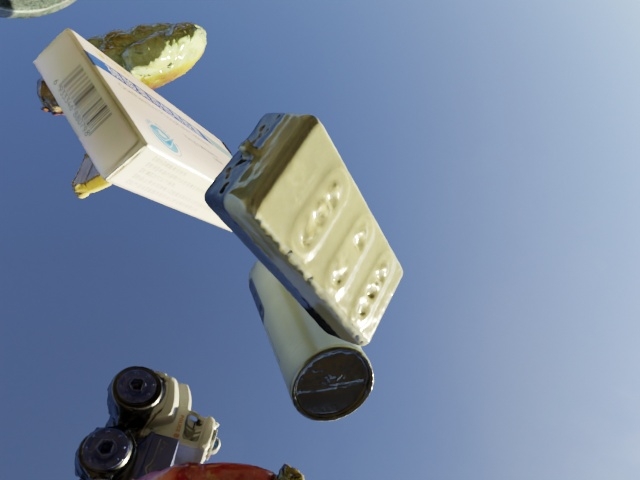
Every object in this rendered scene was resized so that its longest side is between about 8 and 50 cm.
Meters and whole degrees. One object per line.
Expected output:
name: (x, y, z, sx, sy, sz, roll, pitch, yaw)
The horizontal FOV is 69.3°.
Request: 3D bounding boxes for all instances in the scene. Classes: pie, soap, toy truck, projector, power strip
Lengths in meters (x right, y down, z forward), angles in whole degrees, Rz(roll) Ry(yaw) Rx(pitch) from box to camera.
pie: (-0.327, -0.302, 0.793, 0.257, 0.274, 0.105, -102, -10, -68)
soap: (-0.460, -0.155, 0.973, 0.092, 0.252, 0.037, -28, -60, -8)
toy truck: (-0.236, 0.301, 0.653, 0.177, 0.161, 0.213, 17, -143, -7)
projector: (-0.031, 0.119, 0.692, 0.108, 0.108, 0.337, 19, -169, -23)
power strip: (0.000, 0.000, 0.439, 0.105, 0.070, 0.257, -60, -42, -22)

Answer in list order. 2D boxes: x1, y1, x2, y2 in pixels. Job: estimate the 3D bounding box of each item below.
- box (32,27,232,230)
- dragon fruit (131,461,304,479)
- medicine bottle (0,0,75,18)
box: (-0.198, -0.119, 0.647, 0.200, 0.065, 0.343, 52, -172, 19)
dragon fruit: (-0.124, 0.324, 0.440, 0.211, 0.282, 0.147, 48, -158, -39)
medicine bottle: (-0.290, -0.310, 0.333, 0.293, 0.141, 0.141, 49, -131, 10)
